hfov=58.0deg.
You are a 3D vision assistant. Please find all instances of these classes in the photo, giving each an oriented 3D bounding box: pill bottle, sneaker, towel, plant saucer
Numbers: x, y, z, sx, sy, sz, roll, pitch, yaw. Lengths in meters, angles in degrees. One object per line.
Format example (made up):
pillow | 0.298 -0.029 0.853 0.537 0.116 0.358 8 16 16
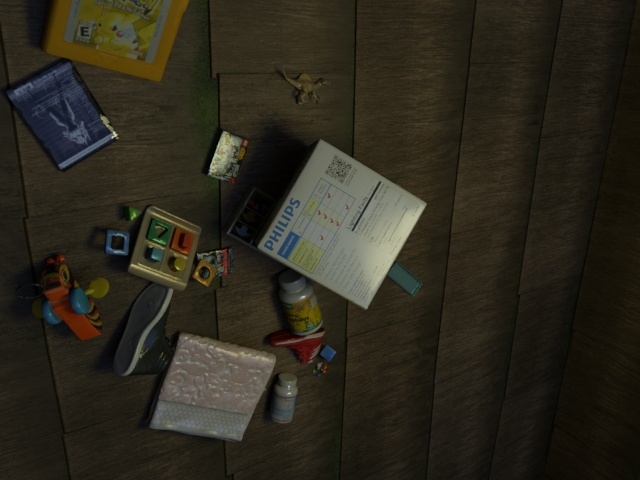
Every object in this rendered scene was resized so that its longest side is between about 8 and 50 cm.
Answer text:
pill bottle | -0.070 0.200 1.905 0.117 0.117 0.208 -29 123 -23
sneaker | -0.473 0.255 1.665 0.147 0.104 0.296 37 73 -57
sneaker | -0.081 0.372 1.986 0.221 0.087 0.128 -4 109 -33
pill bottle | -0.127 0.550 2.020 0.087 0.087 0.160 0 107 -35
towel | -0.340 0.468 1.816 0.331 0.053 0.317 20 94 -27
plant saucer | 0.322 0.148 2.226 0.192 0.018 0.067 39 84 -39

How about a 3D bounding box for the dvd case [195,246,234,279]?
dvd case | -0.318 0.069 1.745 0.119 0.013 0.087 -12 114 -32

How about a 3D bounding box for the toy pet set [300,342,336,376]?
toy pet set | 0.009 0.438 2.087 0.114 0.065 0.122 -52 129 -7

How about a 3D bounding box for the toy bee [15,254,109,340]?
toy bee | -0.640 0.122 1.463 0.195 0.162 0.298 -6 143 -17

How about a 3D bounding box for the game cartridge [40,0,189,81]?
game cartridge | -0.453 -0.545 1.314 0.285 0.053 0.324 5 128 -36

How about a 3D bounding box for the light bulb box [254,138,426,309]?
light bulb box | 0.048 -0.050 1.690 0.361 0.225 0.358 30 89 -10

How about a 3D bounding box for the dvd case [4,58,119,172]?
dvd case | -0.613 -0.299 1.389 0.164 0.018 0.221 -38 125 -19

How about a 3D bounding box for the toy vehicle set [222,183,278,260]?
toy vehicle set | -0.157 -0.041 1.801 0.267 0.035 0.166 31 89 -39

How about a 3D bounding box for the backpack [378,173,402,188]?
backpack | 0.192 -0.125 1.916 0.144 0.188 0.166 -12 115 -32

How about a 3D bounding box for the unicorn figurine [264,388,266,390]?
unicorn figurine | -0.272 0.500 1.916 0.162 0.060 0.111 -31 114 -13

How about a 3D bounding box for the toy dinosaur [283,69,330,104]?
toy dinosaur | -0.052 -0.453 1.716 0.183 0.053 0.093 -5 96 -41

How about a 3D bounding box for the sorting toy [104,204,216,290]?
sorting toy | -0.419 0.023 1.595 0.347 0.047 0.196 27 68 -39

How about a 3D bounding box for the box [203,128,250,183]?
box | -0.267 -0.239 1.651 0.094 0.027 0.137 15 99 -39
